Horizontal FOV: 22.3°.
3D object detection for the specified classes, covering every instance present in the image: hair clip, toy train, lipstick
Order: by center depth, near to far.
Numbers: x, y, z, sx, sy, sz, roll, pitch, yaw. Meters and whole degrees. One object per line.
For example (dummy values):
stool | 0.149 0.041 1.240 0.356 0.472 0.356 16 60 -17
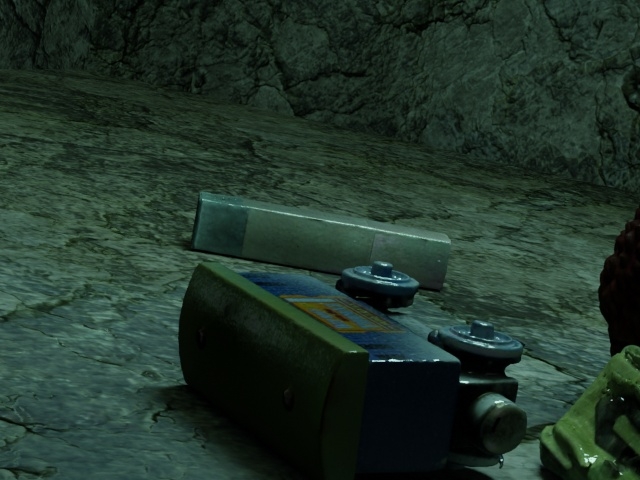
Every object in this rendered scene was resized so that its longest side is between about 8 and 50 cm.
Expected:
hair clip | 0.255 0.171 1.215 0.091 0.138 0.321 40 6 -8
toy train | 0.025 0.098 1.314 0.202 0.131 0.300 3 12 -29
lipstick | 0.000 0.000 2.026 0.317 0.068 0.066 9 9 -6

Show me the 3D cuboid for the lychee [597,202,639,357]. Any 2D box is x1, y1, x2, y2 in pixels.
lychee | 0.421 0.040 1.560 0.306 0.306 0.330 -2 42 -52
